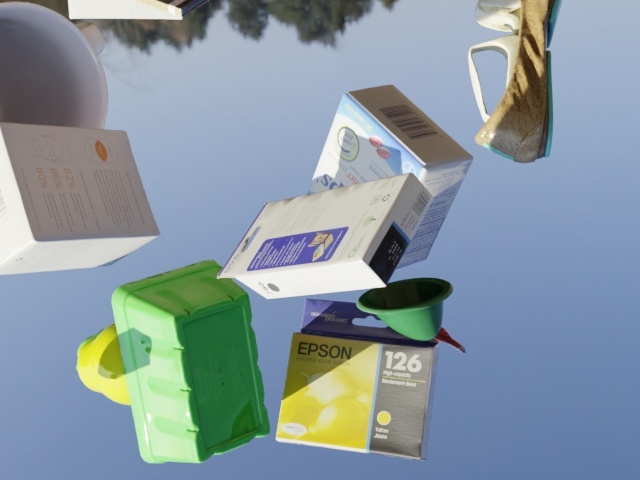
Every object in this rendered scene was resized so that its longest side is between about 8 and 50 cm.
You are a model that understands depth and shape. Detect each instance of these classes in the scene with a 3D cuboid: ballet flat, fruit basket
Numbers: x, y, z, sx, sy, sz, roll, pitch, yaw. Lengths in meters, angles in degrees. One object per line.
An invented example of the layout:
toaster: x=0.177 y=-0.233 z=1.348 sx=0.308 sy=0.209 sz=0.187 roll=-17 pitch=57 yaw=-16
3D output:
ballet flat: x=0.267 y=-0.269 z=1.379 sx=0.124 sy=0.343 sz=0.116 roll=8 pitch=165 yaw=8
fruit basket: x=-0.297 y=0.237 z=1.976 sx=0.282 sy=0.392 sz=0.392 roll=-17 pitch=-160 yaw=-34

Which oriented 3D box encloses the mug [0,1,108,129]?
mug: x=-0.516 y=-0.254 z=1.671 sx=0.328 sy=0.276 sz=0.374 roll=1 pitch=-142 yaw=50

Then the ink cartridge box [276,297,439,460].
ink cartridge box: x=0.081 y=0.274 z=2.051 sx=0.303 sy=0.307 sz=0.072 roll=4 pitch=168 yaw=17

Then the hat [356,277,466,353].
hat: x=0.183 y=0.180 z=1.885 sx=0.208 sy=0.184 sz=0.173 roll=-12 pitch=-164 yaw=-6

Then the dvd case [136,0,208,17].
dvd case: x=-0.223 y=-0.382 z=1.422 sx=0.221 sy=0.018 sz=0.164 roll=24 pitch=-132 yaw=28

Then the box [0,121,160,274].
box: x=-0.273 y=-0.043 z=1.055 sx=0.091 sy=0.130 sz=0.170 roll=-28 pitch=165 yaw=33

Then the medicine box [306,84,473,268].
medicine box: x=0.136 y=-0.128 z=2.093 sx=0.149 sy=0.289 sz=0.263 roll=-15 pitch=-130 yaw=-39

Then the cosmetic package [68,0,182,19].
cosmetic package: x=-0.385 y=-0.563 z=1.973 sx=0.224 sy=0.224 sz=0.138 roll=-3 pitch=163 yaw=-11

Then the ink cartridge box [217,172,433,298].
ink cartridge box: x=0.000 y=0.000 z=1.469 sx=0.332 sy=0.065 sz=0.165 roll=-7 pitch=-136 yaw=49
